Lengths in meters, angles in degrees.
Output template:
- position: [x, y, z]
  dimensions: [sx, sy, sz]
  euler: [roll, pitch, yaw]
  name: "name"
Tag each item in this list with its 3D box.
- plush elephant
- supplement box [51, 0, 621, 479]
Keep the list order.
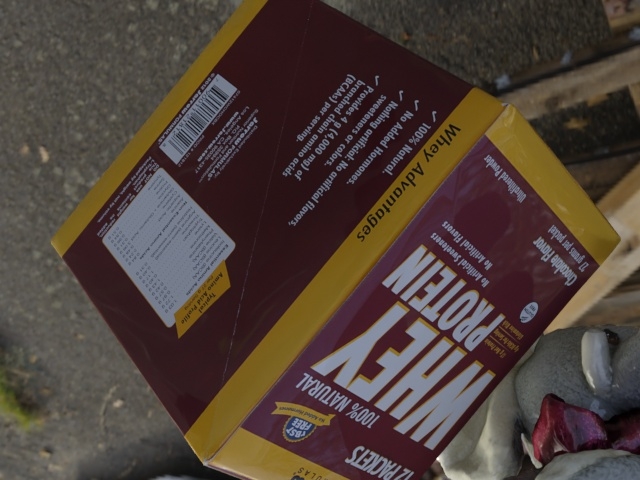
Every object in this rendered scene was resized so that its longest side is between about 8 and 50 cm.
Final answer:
- position: [0.188, 0.132, 0.546]
  dimensions: [0.272, 0.255, 0.330]
  euler: [12, 143, -8]
  name: "plush elephant"
- position: [0.000, 0.000, 0.485]
  dimensions: [0.191, 0.194, 0.129]
  euler: [-50, 135, 3]
  name: "supplement box"
